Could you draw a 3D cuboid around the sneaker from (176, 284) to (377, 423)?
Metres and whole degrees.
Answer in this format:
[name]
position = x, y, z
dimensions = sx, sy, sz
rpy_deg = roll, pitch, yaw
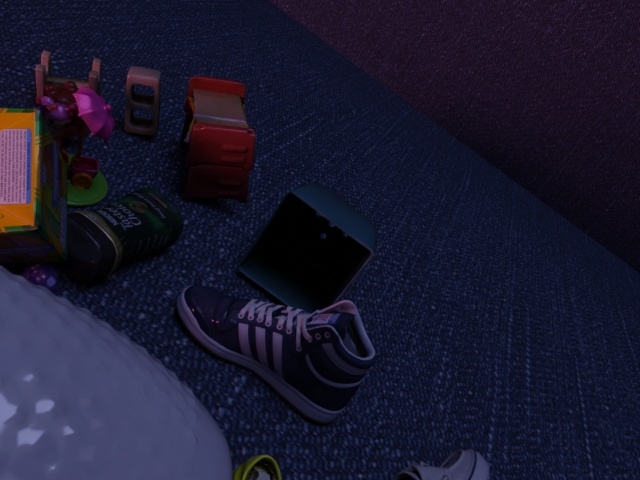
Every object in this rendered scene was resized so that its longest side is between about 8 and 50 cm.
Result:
[sneaker]
position = -0.054, 0.117, 0.781
dimensions = 0.282, 0.153, 0.099
rpy_deg = 36, 29, 0

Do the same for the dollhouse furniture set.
[dollhouse furniture set]
position = -0.312, -0.199, 1.018
dimensions = 0.374, 0.152, 0.201
rpy_deg = 4, 40, -16

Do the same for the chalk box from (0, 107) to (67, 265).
[chalk box]
position = -0.364, -0.045, 0.644
dimensions = 0.132, 0.213, 0.132
rpy_deg = -4, 78, -14

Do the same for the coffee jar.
[coffee jar]
position = -0.285, -0.010, 0.800
dimensions = 0.096, 0.079, 0.184
rpy_deg = 40, 30, 7

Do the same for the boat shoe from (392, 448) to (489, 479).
[boat shoe]
position = 0.131, 0.333, 0.733
dimensions = 0.088, 0.096, 0.267
rpy_deg = 49, 40, 14

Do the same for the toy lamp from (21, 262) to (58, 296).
[toy lamp]
position = -0.420, 0.056, 0.573
dimensions = 0.274, 0.080, 0.080
rpy_deg = 4, 43, -47

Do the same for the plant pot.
[plant pot]
position = 0.000, 0.000, 1.005
dimensions = 0.165, 0.165, 0.234
rpy_deg = 37, 21, 1

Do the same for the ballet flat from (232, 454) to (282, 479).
[ballet flat]
position = -0.073, 0.315, 0.556
dimensions = 0.077, 0.077, 0.231
rpy_deg = 27, 31, -16

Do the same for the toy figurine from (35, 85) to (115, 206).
[toy figurine]
position = -0.377, -0.155, 0.832
dimensions = 0.173, 0.159, 0.130
rpy_deg = 13, 36, -33

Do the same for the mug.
[mug]
position = -0.259, 0.156, 0.443
dimensions = 0.328, 0.276, 0.374
rpy_deg = 30, -1, -21
